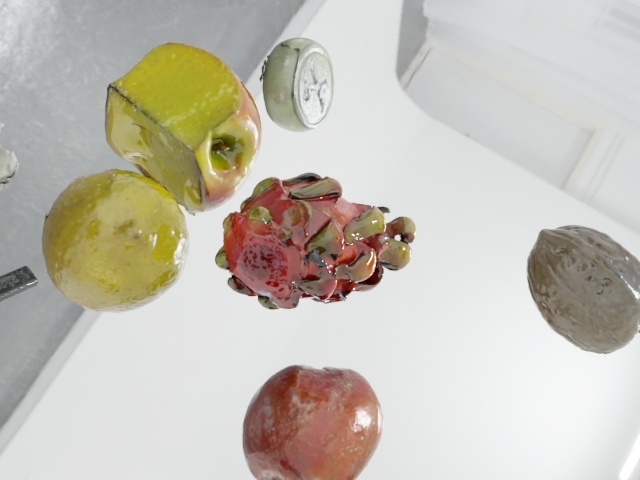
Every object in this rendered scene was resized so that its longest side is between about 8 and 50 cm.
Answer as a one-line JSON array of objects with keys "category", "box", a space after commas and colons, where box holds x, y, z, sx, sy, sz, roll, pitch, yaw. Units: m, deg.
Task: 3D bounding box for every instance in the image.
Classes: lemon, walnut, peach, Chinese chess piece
[{"category": "lemon", "box": [-0.363, 0.004, 1.236, 0.310, 0.253, 0.253, -19, -151, 56]}, {"category": "walnut", "box": [0.427, 0.073, 1.123, 0.178, 0.230, 0.178, -39, 179, -1]}, {"category": "peach", "box": [-0.285, -0.234, 1.464, 0.242, 0.380, 0.306, -45, 150, -27]}, {"category": "Chinese chess piece", "box": [-0.052, -0.379, 1.709, 0.238, 0.092, 0.237, -31, 126, -55]}]

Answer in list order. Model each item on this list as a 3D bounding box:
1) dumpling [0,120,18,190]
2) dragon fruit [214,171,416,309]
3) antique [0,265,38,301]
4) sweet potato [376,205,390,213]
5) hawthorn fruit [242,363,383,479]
[{"category": "dumpling", "box": [-0.436, -0.082, 0.817, 0.199, 0.136, 0.118, -20, 156, 14]}, {"category": "dragon fruit", "box": [-0.007, 0.013, 1.145, 0.227, 0.307, 0.243, -54, -171, 52]}, {"category": "antique", "box": [-0.438, 0.080, 0.855, 0.192, 0.031, 0.015, -32, 154, -45]}, {"category": "sweet potato", "box": [0.124, -0.049, 1.675, 0.038, 0.041, 0.153, -17, 161, -34]}, {"category": "hawthorn fruit", "box": [-0.020, 0.380, 1.404, 0.284, 0.284, 0.284, -56, 169, -16]}]
